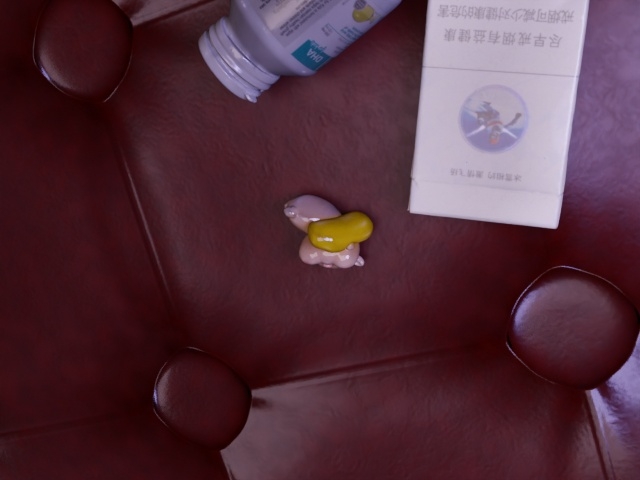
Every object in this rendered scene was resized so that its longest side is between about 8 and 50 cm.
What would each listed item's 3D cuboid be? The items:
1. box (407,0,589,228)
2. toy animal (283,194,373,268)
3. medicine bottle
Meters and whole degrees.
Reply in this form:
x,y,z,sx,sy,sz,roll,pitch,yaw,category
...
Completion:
x,y,z,sx,sy,sz,roll,pitch,yaw,category
0.192,-0.150,0.835,0.164,0.069,0.256,7,104,15,box
0.000,0.000,0.919,0.114,0.091,0.082,23,122,9,toy animal
-0.026,-0.253,0.839,0.215,0.135,0.135,-36,91,20,medicine bottle
